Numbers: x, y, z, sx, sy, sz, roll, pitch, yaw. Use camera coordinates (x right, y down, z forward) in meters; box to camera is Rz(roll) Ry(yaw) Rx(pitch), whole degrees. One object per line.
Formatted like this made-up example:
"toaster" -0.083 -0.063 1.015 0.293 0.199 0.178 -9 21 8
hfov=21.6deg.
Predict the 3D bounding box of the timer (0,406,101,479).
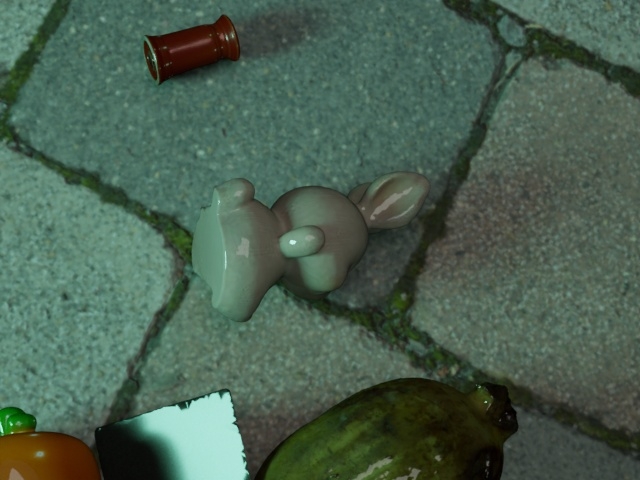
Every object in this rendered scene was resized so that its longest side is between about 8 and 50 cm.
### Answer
"timer" -0.243 0.195 1.362 0.136 0.099 0.136 5 76 -22

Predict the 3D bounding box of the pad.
"pad" -0.110 0.240 1.380 0.143 0.003 0.211 -19 76 25

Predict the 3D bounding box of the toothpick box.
"toothpick box" -0.116 -0.173 1.515 0.083 0.047 0.047 -18 79 -16

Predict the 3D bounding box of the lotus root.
"lotus root" 0.059 0.194 1.406 0.260 0.128 0.145 -28 72 -18

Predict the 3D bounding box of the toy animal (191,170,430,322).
"toy animal" 0.000 0.002 1.458 0.212 0.124 0.124 -8 76 -19
